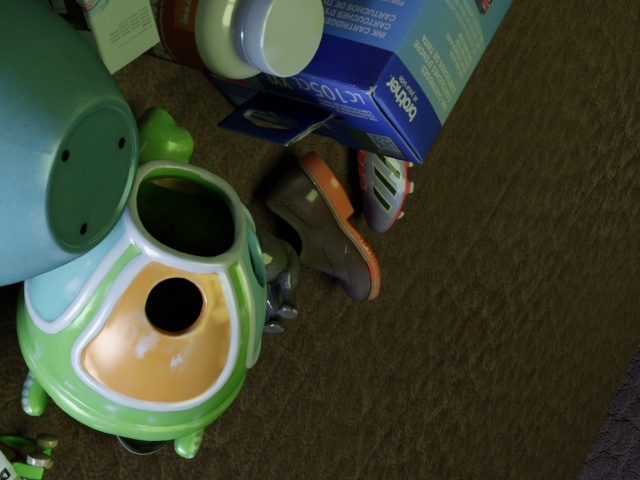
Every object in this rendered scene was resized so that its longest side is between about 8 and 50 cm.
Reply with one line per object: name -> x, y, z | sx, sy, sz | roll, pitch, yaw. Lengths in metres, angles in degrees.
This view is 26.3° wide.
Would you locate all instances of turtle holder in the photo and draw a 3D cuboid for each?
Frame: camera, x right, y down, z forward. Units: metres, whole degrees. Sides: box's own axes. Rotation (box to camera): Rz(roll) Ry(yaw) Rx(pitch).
turtle holder -> -0.152, 0.031, 1.340 | 0.227, 0.243, 0.320 | -63, 176, 39

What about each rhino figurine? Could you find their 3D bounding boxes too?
rhino figurine -> -0.096, 0.013, 1.583 | 0.243, 0.073, 0.106 | 42, 40, -49

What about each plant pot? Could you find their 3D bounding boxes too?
plant pot -> -0.270, -0.079, 1.157 | 0.290, 0.195, 0.290 | -49, 148, -46

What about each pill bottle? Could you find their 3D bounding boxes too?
pill bottle -> -0.108, -0.226, 1.337 | 0.121, 0.216, 0.121 | -28, 127, -44

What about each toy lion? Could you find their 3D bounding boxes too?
toy lion -> -0.321, 0.218, 1.392 | 0.100, 0.096, 0.034 | -109, -147, -80

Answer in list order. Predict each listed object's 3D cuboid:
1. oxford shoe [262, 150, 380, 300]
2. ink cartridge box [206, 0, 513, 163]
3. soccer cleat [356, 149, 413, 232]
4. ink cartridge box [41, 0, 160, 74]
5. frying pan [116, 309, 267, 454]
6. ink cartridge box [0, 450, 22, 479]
oxford shoe -> 0.000, 0.000, 1.734 | 0.098, 0.097, 0.271 | -35, 137, -6
ink cartridge box -> 0.042, -0.253, 1.483 | 0.395, 0.270, 0.151 | -61, 143, -14
soccer cleat -> 0.074, -0.129, 1.775 | 0.095, 0.083, 0.248 | 0, 114, -24
ink cartridge box -> -0.229, -0.249, 1.237 | 0.072, 0.127, 0.175 | -42, 137, -33
frying pan -> -0.159, 0.099, 1.578 | 0.326, 0.053, 0.197 | -57, 146, -39
ink cartridge box -> -0.395, 0.212, 1.231 | 0.189, 0.097, 0.255 | -47, 130, -30
